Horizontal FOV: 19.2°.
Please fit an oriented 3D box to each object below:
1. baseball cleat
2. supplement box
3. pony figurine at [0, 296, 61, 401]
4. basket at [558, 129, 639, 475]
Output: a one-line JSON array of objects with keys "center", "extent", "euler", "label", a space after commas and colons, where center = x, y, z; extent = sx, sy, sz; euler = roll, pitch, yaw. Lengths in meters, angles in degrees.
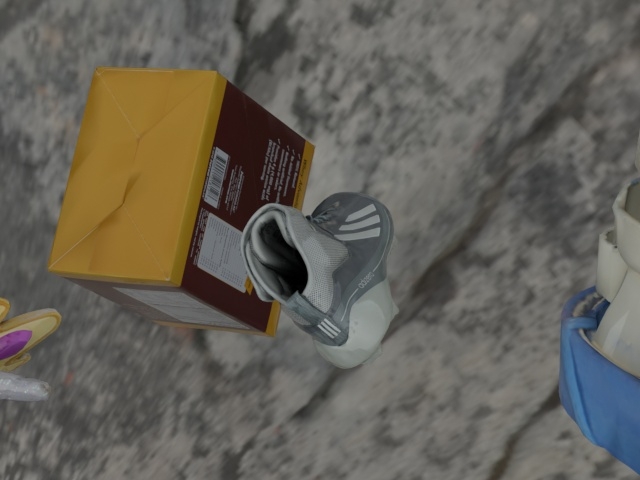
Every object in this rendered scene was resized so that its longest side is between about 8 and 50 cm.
[{"center": [0.000, 0.000, 1.213], "extent": [0.072, 0.206, 0.109], "euler": [-43, 111, 12], "label": "baseball cleat"}, {"center": [-0.119, -0.032, 1.695], "extent": [0.129, 0.194, 0.191], "euler": [4, 75, 29], "label": "supplement box"}, {"center": [-0.354, 0.091, 0.987], "extent": [0.363, 0.303, 0.351], "euler": [-39, 45, -24], "label": "pony figurine"}, {"center": [0.180, 0.045, 0.387], "extent": [0.254, 0.201, 0.289], "euler": [-2, 105, -27], "label": "basket"}]
